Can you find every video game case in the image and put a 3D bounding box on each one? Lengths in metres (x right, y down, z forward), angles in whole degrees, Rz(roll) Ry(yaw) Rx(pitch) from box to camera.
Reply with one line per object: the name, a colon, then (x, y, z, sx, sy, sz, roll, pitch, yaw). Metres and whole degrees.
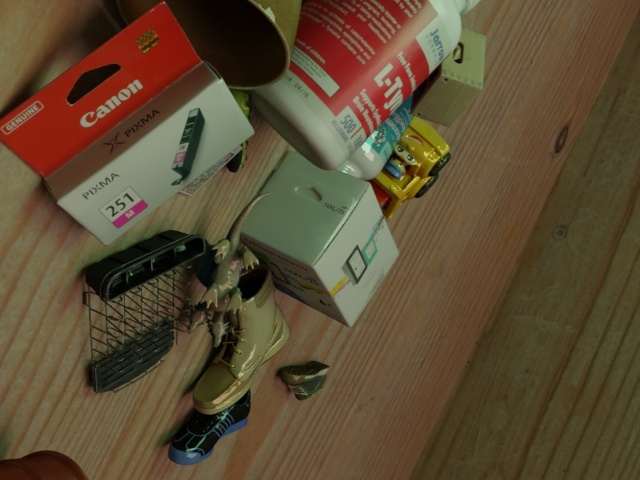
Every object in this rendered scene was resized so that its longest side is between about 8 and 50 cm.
video game case: (-0.191, -0.121, 1.251, 0.122, 0.011, 0.087, -41, 156, 15)

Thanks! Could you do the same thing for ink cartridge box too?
ink cartridge box: (0.000, 0.000, 1.534, 0.197, 0.198, 0.270, -55, 149, -17)
ink cartridge box: (-0.249, -0.145, 1.044, 0.275, 0.060, 0.239, -38, 148, -4)

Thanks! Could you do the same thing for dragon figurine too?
dragon figurine: (-0.169, 0.047, 1.371, 0.085, 0.144, 0.289, 13, 89, -19)

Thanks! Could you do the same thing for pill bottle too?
pill bottle: (0.088, -0.222, 1.565, 0.264, 0.146, 0.146, -59, 151, -13)
pill bottle: (0.079, -0.330, 1.287, 0.408, 0.229, 0.229, -46, 149, -4)

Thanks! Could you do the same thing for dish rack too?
dish rack: (-0.287, 0.124, 1.273, 0.208, 0.074, 0.272, -29, 135, -47)

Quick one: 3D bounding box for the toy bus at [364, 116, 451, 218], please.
toy bus: (0.152, -0.142, 1.699, 0.211, 0.149, 0.220, -43, 172, -22)

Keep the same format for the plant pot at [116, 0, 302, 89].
plant pot: (-0.116, -0.377, 1.057, 0.237, 0.237, 0.254, 56, 48, -58)

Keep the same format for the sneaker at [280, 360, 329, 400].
sneaker: (-0.040, 0.342, 1.865, 0.192, 0.064, 0.086, 3, 104, -63)

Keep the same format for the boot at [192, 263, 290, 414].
boot: (-0.166, 0.187, 1.504, 0.262, 0.095, 0.203, -44, 143, -30)

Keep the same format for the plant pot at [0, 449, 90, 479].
plant pot: (-0.472, 0.407, 1.005, 0.265, 0.272, 0.272, 23, 91, -54)

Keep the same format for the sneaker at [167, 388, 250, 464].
sneaker: (-0.219, 0.359, 1.570, 0.232, 0.081, 0.090, -28, 132, -58)

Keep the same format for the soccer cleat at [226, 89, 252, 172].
soccer cleat: (-0.154, -0.180, 1.290, 0.179, 0.072, 0.060, 103, -15, -54)

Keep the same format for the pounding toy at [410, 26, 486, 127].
pounding toy: (0.216, -0.307, 1.464, 0.206, 0.094, 0.181, 128, -25, -58)
